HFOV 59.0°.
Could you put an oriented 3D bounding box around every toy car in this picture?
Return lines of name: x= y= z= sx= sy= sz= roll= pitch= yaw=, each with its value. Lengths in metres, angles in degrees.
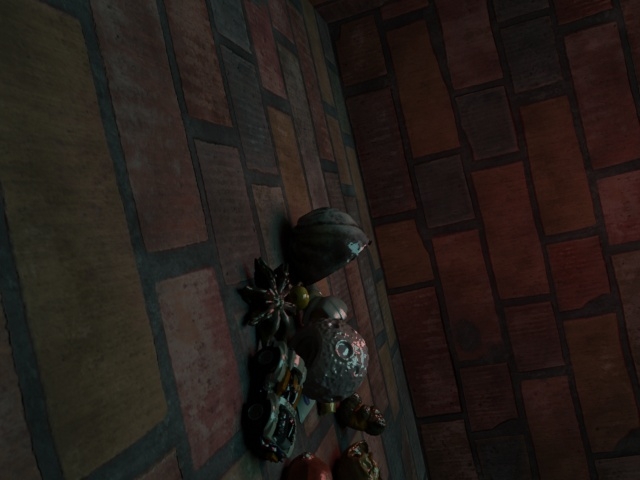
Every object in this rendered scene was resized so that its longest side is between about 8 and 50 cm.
toy car: x=-0.109 y=0.427 z=1.487 sx=0.193 sy=0.117 sz=0.301 roll=65 pitch=22 yaw=-44

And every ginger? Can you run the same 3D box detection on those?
ginger: x=0.049 y=0.536 z=2.053 sx=0.118 sy=0.065 sz=0.299 roll=61 pitch=17 yaw=-10

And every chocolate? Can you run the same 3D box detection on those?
chocolate: x=0.000 y=0.000 z=1.988 sx=0.213 sy=0.303 sz=0.303 roll=58 pitch=18 yaw=-6

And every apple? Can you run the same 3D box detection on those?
apple: x=-0.073 y=0.193 z=1.877 sx=0.084 sy=0.071 sz=0.084 roll=-12 pitch=90 yaw=-74

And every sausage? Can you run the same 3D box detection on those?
sausage: x=-0.031 y=0.691 z=1.508 sx=0.254 sy=0.148 sz=0.148 roll=-71 pitch=146 yaw=-63

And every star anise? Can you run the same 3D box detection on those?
star anise: x=-0.138 y=0.178 z=1.622 sx=0.288 sy=0.088 sz=0.288 roll=14 pitch=74 yaw=-60

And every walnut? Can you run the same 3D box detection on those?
walnut: x=0.129 y=0.816 z=1.990 sx=0.238 sy=0.141 sz=0.204 roll=58 pitch=14 yaw=-46

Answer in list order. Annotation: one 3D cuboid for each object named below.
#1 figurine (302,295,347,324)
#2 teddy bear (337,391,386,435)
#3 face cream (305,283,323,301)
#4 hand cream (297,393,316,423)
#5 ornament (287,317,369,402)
figurine: x=0.022 y=0.299 z=1.932 sx=0.133 sy=0.176 sz=0.236 roll=-53 pitch=132 yaw=-54
teddy bear: x=0.159 y=0.665 z=2.134 sx=0.177 sy=0.190 sz=0.140 roll=88 pitch=25 yaw=-70
face cream: x=-0.024 y=0.189 z=2.097 sx=0.224 sy=0.070 sz=0.114 roll=-80 pitch=155 yaw=-74
hand cream: x=-0.025 y=0.482 z=1.894 sx=0.320 sy=0.067 sz=0.109 roll=-34 pitch=112 yaw=-66
ornament: x=0.025 y=0.369 z=1.740 sx=0.225 sy=0.259 sz=0.260 roll=30 pitch=45 yaw=-37
